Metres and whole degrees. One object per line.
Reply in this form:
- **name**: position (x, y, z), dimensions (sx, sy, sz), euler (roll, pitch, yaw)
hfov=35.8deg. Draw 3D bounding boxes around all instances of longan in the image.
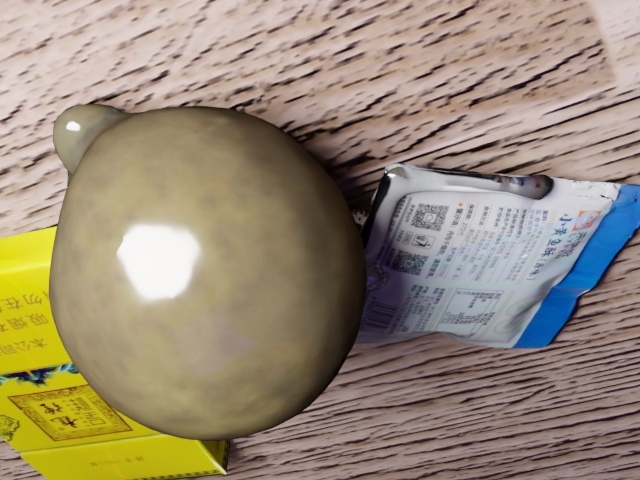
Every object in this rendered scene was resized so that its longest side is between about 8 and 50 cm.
- **longan**: position (-0.072, 0.009, 0.530), dimensions (0.204, 0.159, 0.185), euler (50, 133, 6)

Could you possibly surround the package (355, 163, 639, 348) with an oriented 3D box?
- **package**: position (0.097, 0.019, 0.610), dimensions (0.173, 0.027, 0.171), euler (2, 139, -17)

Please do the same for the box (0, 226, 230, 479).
- **box**: position (-0.190, 0.101, 0.733), dimensions (0.153, 0.041, 0.279), euler (-11, 137, 15)

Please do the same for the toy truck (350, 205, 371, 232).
- **toy truck**: position (0.000, 0.000, 0.608), dimensions (0.083, 0.024, 0.032), euler (-10, 130, 16)
